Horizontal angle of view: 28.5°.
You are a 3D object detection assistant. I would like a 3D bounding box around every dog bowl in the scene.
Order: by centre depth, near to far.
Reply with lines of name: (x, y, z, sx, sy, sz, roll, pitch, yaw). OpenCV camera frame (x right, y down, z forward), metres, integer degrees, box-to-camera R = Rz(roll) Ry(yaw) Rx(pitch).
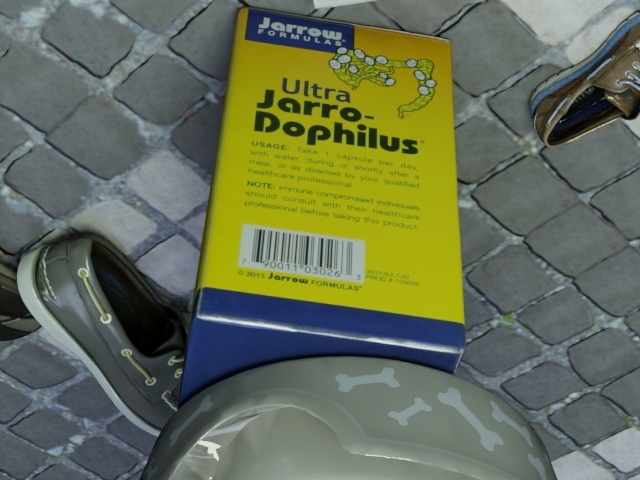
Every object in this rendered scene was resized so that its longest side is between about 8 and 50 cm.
dog bowl: (0.021, 0.217, 0.937, 0.348, 0.102, 0.349, 2, 135, 2)

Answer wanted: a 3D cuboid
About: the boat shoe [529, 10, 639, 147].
boat shoe: (0.266, -0.138, 1.098, 0.066, 0.066, 0.183, 34, 127, -27)

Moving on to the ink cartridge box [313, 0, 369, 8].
ink cartridge box: (0.015, -0.248, 1.029, 0.062, 0.029, 0.115, -7, 133, 10)

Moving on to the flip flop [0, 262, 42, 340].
flip flop: (-0.375, 0.015, 1.285, 0.112, 0.080, 0.277, -24, 144, 16)

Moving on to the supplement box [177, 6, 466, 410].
supplement box: (0.000, 0.000, 1.043, 0.195, 0.357, 0.194, 8, 137, -5)

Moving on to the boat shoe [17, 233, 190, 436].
boat shoe: (-0.189, 0.109, 1.339, 0.091, 0.109, 0.305, -21, 127, 28)
